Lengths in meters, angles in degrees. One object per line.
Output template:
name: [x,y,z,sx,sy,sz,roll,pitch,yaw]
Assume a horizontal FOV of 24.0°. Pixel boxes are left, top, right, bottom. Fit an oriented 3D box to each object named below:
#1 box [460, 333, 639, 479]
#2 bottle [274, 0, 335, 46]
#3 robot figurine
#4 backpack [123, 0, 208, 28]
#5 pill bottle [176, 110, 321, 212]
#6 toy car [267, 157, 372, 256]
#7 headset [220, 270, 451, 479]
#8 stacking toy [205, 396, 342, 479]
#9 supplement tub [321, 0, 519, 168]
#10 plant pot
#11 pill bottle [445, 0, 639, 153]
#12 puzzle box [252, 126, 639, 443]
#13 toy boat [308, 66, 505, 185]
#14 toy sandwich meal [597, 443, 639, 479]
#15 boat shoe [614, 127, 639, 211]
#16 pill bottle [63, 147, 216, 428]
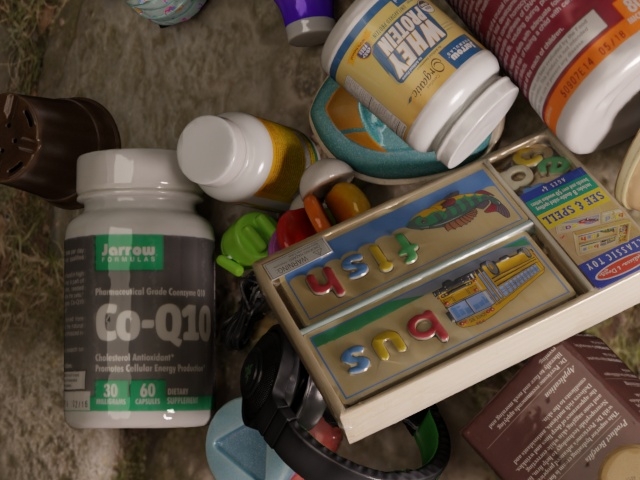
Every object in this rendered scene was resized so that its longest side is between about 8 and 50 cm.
box: [0.305,0.233,1.720,0.168,0.167,0.203,-48,66,15]
bottle: [-0.031,-0.402,2.002,0.118,0.092,0.283,-15,78,27]
robot figurine: [-0.093,0.001,1.990,0.067,0.115,0.101,48,64,-4]
backpack: [-0.237,-0.387,2.098,0.152,0.115,0.182,-30,75,20]
pill bottle: [-0.094,-0.103,1.940,0.117,0.208,0.118,-3,84,28]
toy car: [0.000,0.000,1.899,0.136,0.182,0.159,-24,73,-21]
headset: [-0.007,0.190,1.872,0.394,0.243,0.185,55,128,37]
stacking toy: [-0.060,0.366,1.922,0.279,0.130,0.309,24,97,28]
supplement tub: [0.115,-0.193,1.739,0.199,0.144,0.144,42,105,11]
plant pot: [-0.398,-0.133,2.130,0.167,0.165,0.167,-2,85,28]
pill bottle: [0.265,-0.315,1.764,0.224,0.224,0.392,-43,68,18]
puzzle box: [0.154,0.041,1.720,0.408,0.052,0.272,-25,46,-9]
toy boat: [0.095,-0.229,1.887,0.267,0.148,0.318,-6,83,27]
toy sandwich meal: [0.332,0.258,1.594,0.085,0.029,0.086,-5,79,25]
boat shoe: [0.471,-0.152,1.697,0.110,0.121,0.341,45,104,25]
pill bottle: [-0.241,0.068,2.004,0.204,0.204,0.361,-4,84,27]
